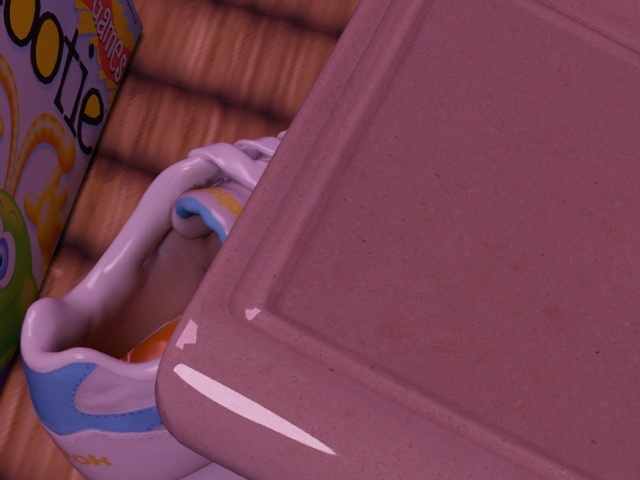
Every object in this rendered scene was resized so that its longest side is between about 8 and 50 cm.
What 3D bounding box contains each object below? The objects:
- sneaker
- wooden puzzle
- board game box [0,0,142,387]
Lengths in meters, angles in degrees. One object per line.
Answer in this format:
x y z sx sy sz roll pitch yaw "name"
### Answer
0.000 0.000 0.587 0.229 0.092 0.087 -41 49 -15 "sneaker"
0.090 0.011 0.539 0.221 0.044 0.238 27 58 0 "wooden puzzle"
-0.188 -0.040 0.658 0.144 0.142 0.275 -1 48 17 "board game box"
